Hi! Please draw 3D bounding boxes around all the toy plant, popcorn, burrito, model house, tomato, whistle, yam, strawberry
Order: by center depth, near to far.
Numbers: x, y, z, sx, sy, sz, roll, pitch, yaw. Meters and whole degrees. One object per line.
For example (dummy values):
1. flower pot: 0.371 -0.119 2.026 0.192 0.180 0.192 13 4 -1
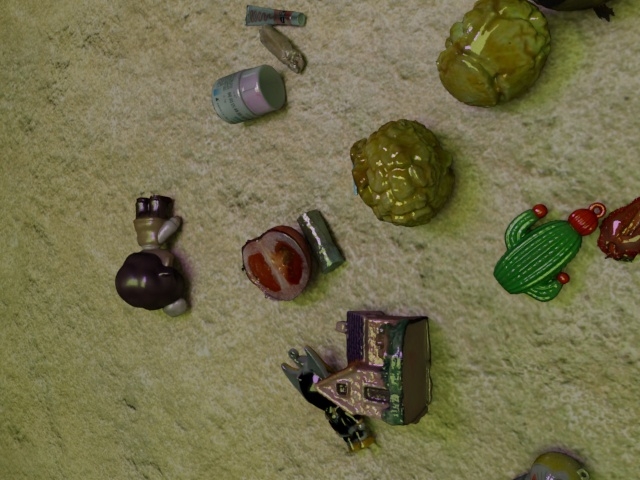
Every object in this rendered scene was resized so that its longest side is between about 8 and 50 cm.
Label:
1. strawberry: 0.599 -0.023 0.975 0.104 0.048 0.152 32 113 22
2. popcorn: 0.349 -0.375 1.022 0.204 0.183 0.221 38 125 -18
3. toy plant: 0.455 0.010 1.042 0.155 0.088 0.240 29 107 28
4. whistle: 0.468 0.522 1.066 0.122 0.123 0.223 56 133 16
5. popcorn: 0.172 -0.155 1.146 0.252 0.206 0.236 19 118 41
6. model house: 0.121 0.292 1.202 0.238 0.202 0.236 -1 93 31
7. yam: 0.000 0.000 1.336 0.068 0.068 0.169 -32 77 29
8. tomato: -0.097 0.055 1.371 0.228 0.112 0.199 -19 99 40
9. burrito: -0.108 -0.524 1.373 0.058 0.045 0.188 -49 68 17

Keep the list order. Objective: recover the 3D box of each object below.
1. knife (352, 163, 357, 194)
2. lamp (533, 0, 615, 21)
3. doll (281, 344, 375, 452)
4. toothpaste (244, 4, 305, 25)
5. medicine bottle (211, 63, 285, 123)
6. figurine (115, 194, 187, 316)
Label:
1. knife: 0.089 -0.162 1.302 0.014 0.005 0.090 -3 91 33
2. lamp: 0.474 -0.519 0.918 0.250 0.250 0.284 -16 123 32
3. doll: 0.020 0.410 1.330 0.316 0.103 0.145 54 162 9
4. toothpaste: -0.130 -0.612 1.388 0.205 0.036 0.056 20 106 33
5. medicine bottle: -0.197 -0.399 1.387 0.169 0.135 0.135 -8 89 31
6. figurine: -0.537 0.050 1.635 0.218 0.206 0.364 -1 68 10
